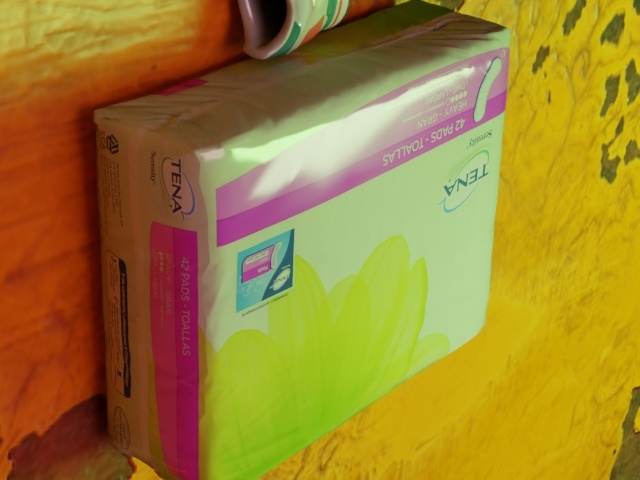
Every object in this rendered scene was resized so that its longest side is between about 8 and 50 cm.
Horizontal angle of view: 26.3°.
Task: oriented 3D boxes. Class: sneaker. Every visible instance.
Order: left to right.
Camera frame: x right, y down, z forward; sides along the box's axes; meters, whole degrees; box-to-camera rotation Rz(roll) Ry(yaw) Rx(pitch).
[{"bbox_3d":[-0.024,-0.171,0.737,0.075,0.057,0.161,-45,143,-39],"label":"sneaker"}]

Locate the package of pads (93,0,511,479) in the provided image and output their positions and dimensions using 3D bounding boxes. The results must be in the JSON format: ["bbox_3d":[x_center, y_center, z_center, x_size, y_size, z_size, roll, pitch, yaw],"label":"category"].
[{"bbox_3d":[0.000,0.000,0.828,0.296,0.101,0.229,-27,129,-44],"label":"package of pads"}]
